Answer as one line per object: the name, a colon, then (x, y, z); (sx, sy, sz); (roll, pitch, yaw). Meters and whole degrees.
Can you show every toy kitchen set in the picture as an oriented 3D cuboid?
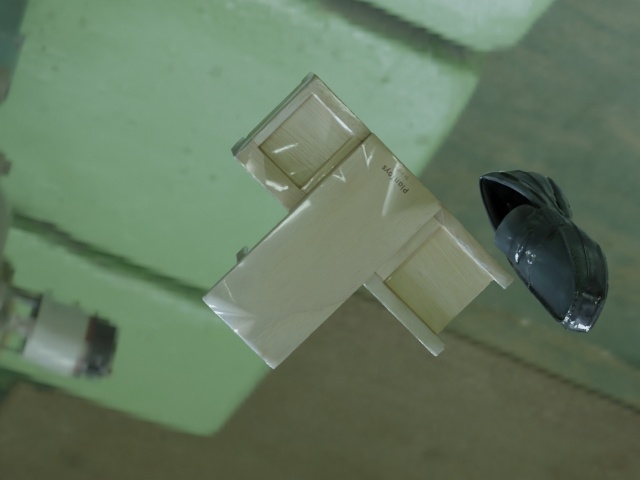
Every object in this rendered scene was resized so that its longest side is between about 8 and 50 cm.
toy kitchen set: (0.000, 0.000, 0.530); (0.068, 0.075, 0.083); (-44, 102, 3)

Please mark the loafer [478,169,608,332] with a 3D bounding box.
loafer: (0.188, 0.006, 1.502); (0.078, 0.223, 0.076); (14, 117, -18)
